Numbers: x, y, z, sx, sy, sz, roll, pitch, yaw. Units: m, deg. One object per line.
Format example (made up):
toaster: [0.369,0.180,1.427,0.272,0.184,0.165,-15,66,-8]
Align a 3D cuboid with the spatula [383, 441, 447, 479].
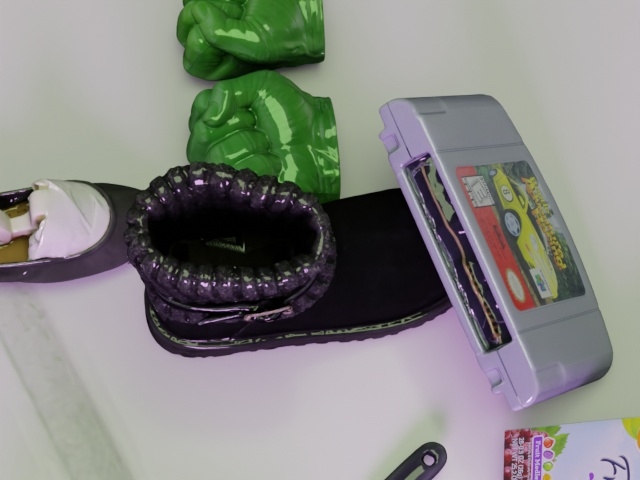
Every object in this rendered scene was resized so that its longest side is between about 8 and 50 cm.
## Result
spatula: [0.003,0.282,1.751,0.296,0.030,0.084,-42,75,-17]

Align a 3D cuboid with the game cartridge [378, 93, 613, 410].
game cartridge: [0.165,0.002,1.786,0.060,0.196,0.294,-27,81,26]

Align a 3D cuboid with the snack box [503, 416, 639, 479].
snack box: [0.247,0.263,1.711,0.174,0.070,0.207,-9,67,31]

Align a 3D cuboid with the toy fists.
toy fists: [-0.063,-0.154,1.879,0.142,0.096,0.279,-5,71,-5]

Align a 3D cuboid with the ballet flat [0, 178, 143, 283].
ballet flat: [-0.281,-0.007,1.807,0.280,0.096,0.095,-11,70,-8]

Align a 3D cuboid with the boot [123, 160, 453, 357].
boot: [0.000,0.004,1.733,0.348,0.260,0.131,-16,71,-10]
